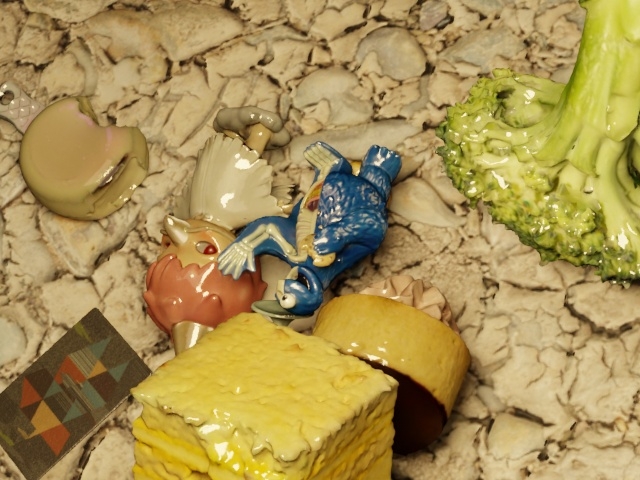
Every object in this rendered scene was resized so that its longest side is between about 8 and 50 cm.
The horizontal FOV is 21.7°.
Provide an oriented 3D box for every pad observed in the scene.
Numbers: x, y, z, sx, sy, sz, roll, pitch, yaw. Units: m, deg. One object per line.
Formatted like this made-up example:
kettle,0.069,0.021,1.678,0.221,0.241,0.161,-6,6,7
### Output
pad,-0.332,0.199,2.161,0.211,0.003,0.143,-44,59,-3

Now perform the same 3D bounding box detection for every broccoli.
broccoli,0.293,-0.153,1.891,0.353,0.397,0.275,-18,36,16

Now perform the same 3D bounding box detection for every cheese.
cheese,-0.360,-0.141,2.290,0.163,0.082,0.286,-46,58,-6

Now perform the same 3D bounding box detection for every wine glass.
wine glass,-0.056,0.174,1.988,0.079,0.079,0.195,13,103,25

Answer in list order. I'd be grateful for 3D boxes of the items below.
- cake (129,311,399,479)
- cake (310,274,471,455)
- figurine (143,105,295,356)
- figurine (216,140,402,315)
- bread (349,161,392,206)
cake,-0.065,0.267,1.823,0.222,0.286,0.227,22,35,30
cake,0.081,0.124,1.945,0.185,0.207,0.178,28,50,-6
figurine,-0.143,0.016,2.087,0.207,0.166,0.387,0,61,39
figurine,0.009,-0.004,1.994,0.164,0.120,0.262,9,49,37
bread,0.038,-0.040,2.108,0.082,0.056,0.115,37,87,19
